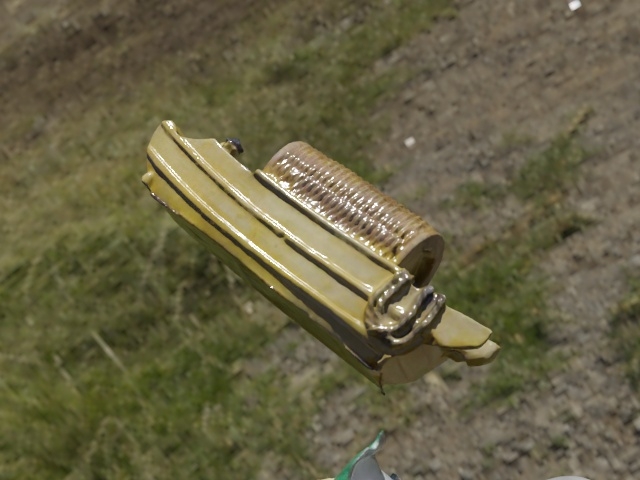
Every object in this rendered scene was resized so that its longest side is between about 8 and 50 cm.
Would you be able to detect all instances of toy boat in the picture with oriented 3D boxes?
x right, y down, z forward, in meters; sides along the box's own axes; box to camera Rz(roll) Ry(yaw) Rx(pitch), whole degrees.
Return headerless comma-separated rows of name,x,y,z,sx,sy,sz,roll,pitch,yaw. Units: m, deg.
toy boat,0.000,0.000,1.037,0.310,0.089,0.115,37,81,26

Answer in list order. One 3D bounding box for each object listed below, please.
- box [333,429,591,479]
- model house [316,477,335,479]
box,0.118,0.223,0.539,0.106,0.336,0.264,-30,-2,12
model house,-0.042,0.226,0.787,0.193,0.174,0.234,-11,43,6
